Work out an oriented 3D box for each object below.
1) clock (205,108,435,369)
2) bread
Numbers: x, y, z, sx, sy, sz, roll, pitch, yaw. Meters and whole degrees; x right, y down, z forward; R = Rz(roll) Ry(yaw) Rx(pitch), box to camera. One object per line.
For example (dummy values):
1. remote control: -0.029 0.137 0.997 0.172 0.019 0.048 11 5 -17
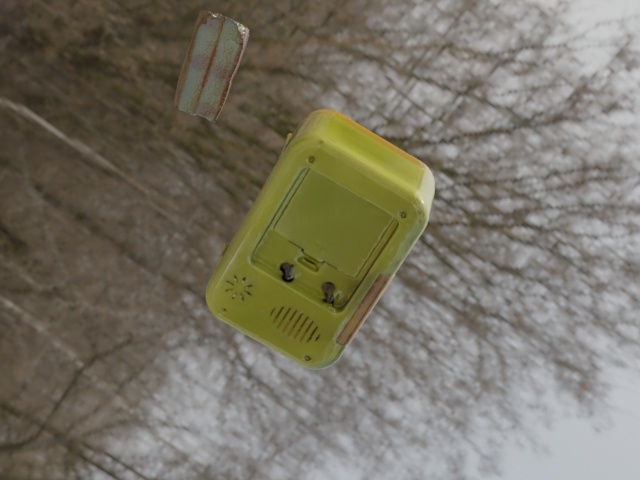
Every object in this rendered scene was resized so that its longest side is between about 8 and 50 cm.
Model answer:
1. clock: 0.000 0.000 1.070 0.202 0.143 0.096 -58 -173 24
2. bread: -0.083 -0.151 0.957 0.109 0.043 0.062 115 -8 -48
